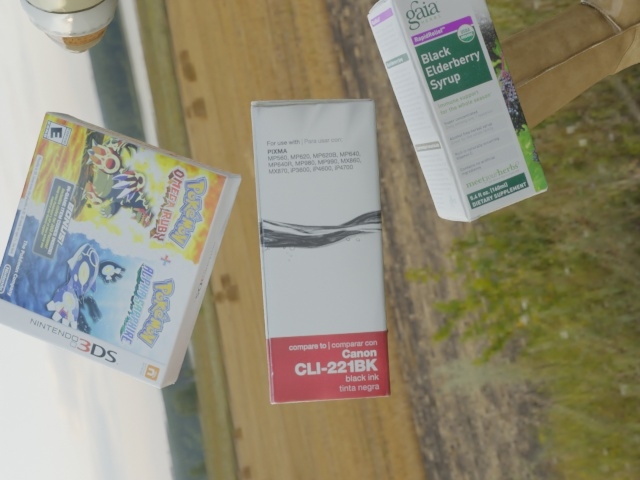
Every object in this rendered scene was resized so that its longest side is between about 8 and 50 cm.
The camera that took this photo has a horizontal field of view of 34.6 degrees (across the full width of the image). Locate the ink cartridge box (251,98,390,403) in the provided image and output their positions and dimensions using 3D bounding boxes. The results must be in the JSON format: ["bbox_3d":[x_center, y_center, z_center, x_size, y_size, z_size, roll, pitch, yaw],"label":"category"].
[{"bbox_3d":[0.000,0.000,0.998,0.197,0.114,0.272,-96,2,-84],"label":"ink cartridge box"}]

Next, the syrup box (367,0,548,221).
[{"bbox_3d":[0.139,-0.146,1.055,0.096,0.093,0.237,-164,54,-77],"label":"syrup box"}]

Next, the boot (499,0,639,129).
[{"bbox_3d":[0.286,-0.266,1.270,0.236,0.269,0.089,62,180,-22],"label":"boot"}]

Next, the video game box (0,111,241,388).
[{"bbox_3d":[-0.191,0.008,0.938,0.048,0.187,0.205,-17,-55,-78],"label":"video game box"}]

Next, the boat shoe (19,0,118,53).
[{"bbox_3d":[-0.219,-0.290,0.811,0.103,0.113,0.302,112,151,-66],"label":"boat shoe"}]
